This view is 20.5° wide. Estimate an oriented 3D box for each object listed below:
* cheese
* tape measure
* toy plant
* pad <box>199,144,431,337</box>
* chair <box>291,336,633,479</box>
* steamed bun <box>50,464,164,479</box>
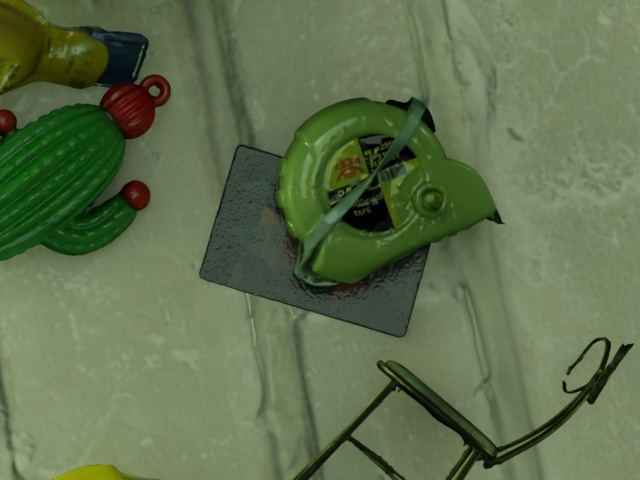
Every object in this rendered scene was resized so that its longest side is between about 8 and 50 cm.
[{"bbox_3d":[-0.301,-0.182,1.682,0.270,0.177,0.069,6,58,-17],"label":"cheese"},{"bbox_3d":[0.046,-0.050,1.691,0.200,0.106,0.175,-27,97,-4],"label":"tape measure"},{"bbox_3d":[-0.245,-0.061,1.699,0.240,0.088,0.155,-14,94,-14],"label":"toy plant"},{"bbox_3d":[0.000,0.000,1.735,0.211,0.003,0.143,16,82,0],"label":"pad"},{"bbox_3d":[0.118,0.168,1.642,0.170,0.160,0.326,41,87,3],"label":"chair"},{"bbox_3d":[-0.189,0.388,1.520,0.334,0.334,0.374,35,78,3],"label":"steamed bun"}]
